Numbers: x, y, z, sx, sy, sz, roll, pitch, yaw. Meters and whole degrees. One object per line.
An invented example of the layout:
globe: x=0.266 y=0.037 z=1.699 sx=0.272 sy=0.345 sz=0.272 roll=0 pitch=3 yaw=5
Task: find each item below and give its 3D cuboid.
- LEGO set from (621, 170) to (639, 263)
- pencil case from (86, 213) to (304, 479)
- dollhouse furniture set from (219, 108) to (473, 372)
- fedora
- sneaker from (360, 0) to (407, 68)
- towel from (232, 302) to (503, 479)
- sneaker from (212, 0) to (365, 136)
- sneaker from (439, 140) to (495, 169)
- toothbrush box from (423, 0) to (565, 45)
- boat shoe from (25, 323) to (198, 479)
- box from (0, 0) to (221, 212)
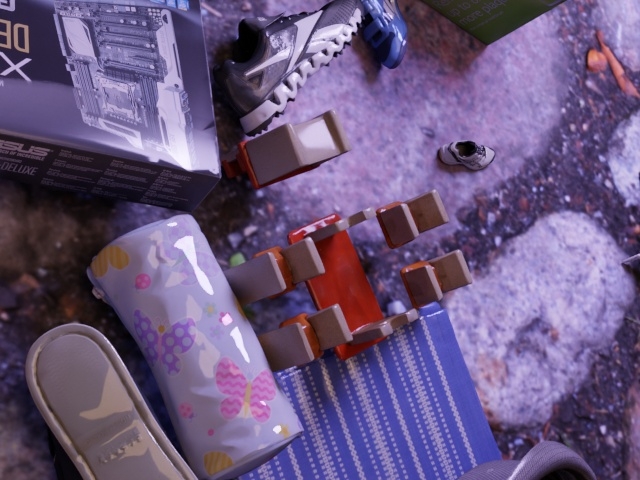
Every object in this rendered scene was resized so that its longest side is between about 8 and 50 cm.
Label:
LEGO set: x=0.511 y=0.009 z=1.759 sx=0.244 sy=0.060 sz=0.182 roll=41 pitch=48 yaw=-16
pencil case: x=-0.126 y=0.109 z=1.281 sx=0.124 sy=0.113 sz=0.273 roll=-25 pitch=81 yaw=-24
dollhouse furniture set: x=0.000 y=0.000 z=1.391 sx=0.262 sy=0.135 sz=0.259 roll=-22 pitch=90 yaw=-42
fedora: x=0.197 y=0.340 z=1.402 sx=0.275 sy=0.124 sz=0.243 roll=-48 pitch=128 yaw=-33
sneaker: x=0.065 y=-0.275 z=1.556 sx=0.059 sy=0.053 sz=0.144 roll=-3 pitch=70 yaw=-32
towel: x=0.050 y=0.231 z=1.426 sx=0.336 sy=0.040 sz=0.243 roll=-21 pitch=89 yaw=-31
sneaker: x=-0.038 y=-0.229 z=1.466 sx=0.106 sy=0.078 sz=0.234 roll=48 pitch=61 yaw=-14
sneaker: x=0.190 y=-0.108 z=1.592 sx=0.083 sy=0.037 sz=0.032 roll=-2 pitch=76 yaw=-32
toothbrush box: x=0.174 y=-0.390 z=1.559 sx=0.283 sy=0.206 sz=0.122 roll=32 pitch=64 yaw=-20
boat shoe: x=-0.186 y=0.244 z=1.234 sx=0.127 sy=0.113 sz=0.340 roll=-30 pitch=86 yaw=-12
box: x=-0.261 y=-0.169 z=1.277 sx=0.307 sy=0.076 sz=0.242 roll=11 pitch=54 yaw=-29
